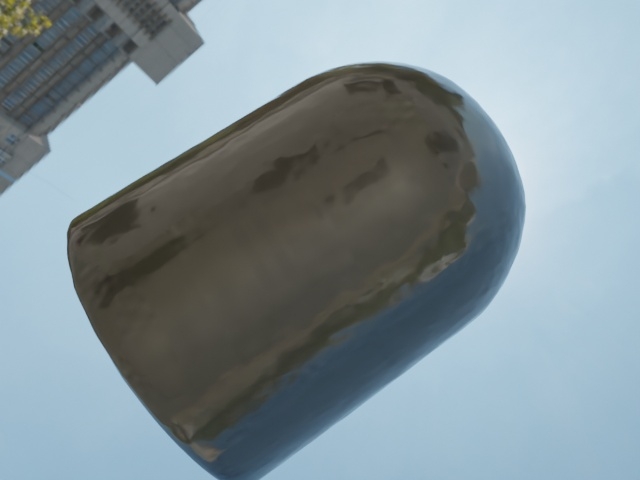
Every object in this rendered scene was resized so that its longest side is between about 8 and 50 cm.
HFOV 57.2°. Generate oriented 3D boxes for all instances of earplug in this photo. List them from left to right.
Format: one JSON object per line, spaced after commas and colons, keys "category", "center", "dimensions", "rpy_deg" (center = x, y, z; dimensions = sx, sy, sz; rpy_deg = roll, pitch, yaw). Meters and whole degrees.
{"category": "earplug", "center": [0.000, 0.000, 0.599], "dimensions": [0.394, 0.313, 0.313], "rpy_deg": [-35, -131, -4]}
